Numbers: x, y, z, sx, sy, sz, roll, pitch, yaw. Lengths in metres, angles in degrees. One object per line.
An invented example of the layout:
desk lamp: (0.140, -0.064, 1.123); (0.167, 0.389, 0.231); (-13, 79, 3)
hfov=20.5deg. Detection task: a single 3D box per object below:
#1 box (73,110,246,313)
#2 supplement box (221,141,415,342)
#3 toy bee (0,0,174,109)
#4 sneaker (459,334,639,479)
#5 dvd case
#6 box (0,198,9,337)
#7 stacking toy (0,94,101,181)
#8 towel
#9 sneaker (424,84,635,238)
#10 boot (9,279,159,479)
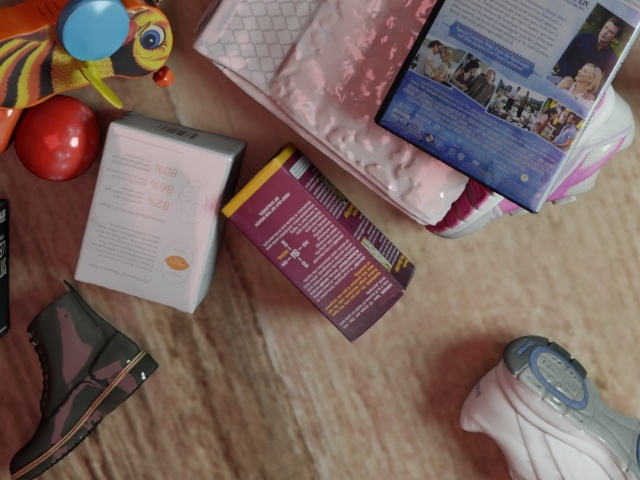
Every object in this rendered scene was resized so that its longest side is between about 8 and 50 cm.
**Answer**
box: (-0.163, -0.030, 1.804); (0.130, 0.091, 0.170); (16, 104, 4)
supplement box: (0.000, 0.000, 1.781); (0.188, 0.104, 0.081); (45, 105, -3)
toy bee: (-0.210, -0.194, 1.734); (0.298, 0.195, 0.162); (-15, 135, 7)
sneaker: (0.271, 0.227, 1.810); (0.297, 0.111, 0.129); (44, 126, -4)
dvd case: (0.183, -0.177, 1.634); (0.180, 0.022, 0.253); (31, 101, 15)
box: (-0.382, 0.043, 1.806); (0.078, 0.180, 0.147); (4, 102, 9)
stacking toy: (-0.376, -0.158, 1.791); (0.330, 0.141, 0.141); (24, 105, -2)
towel: (0.073, -0.234, 1.706); (0.317, 0.053, 0.331); (36, 104, 12)
sneaker: (0.207, -0.070, 1.734); (0.111, 0.103, 0.252); (25, 135, -39)
boot: (-0.287, 0.152, 1.880); (0.198, 0.077, 0.137); (-44, 89, 1)
